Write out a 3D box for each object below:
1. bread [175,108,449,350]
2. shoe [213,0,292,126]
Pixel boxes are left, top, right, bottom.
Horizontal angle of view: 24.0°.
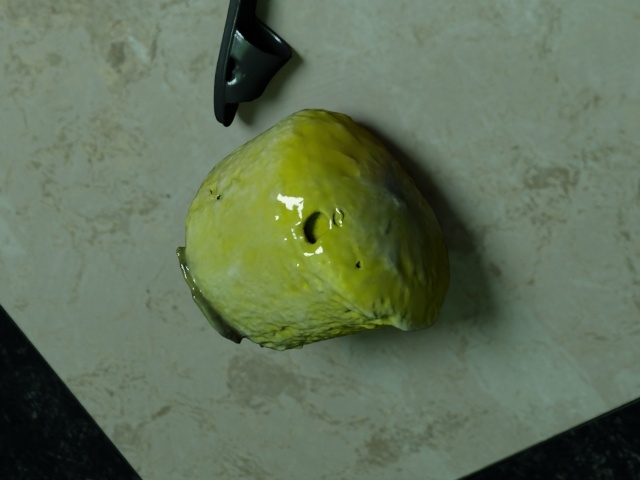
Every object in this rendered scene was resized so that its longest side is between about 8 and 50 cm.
[{"bbox_3d":[-0.001,-0.002,1.200,0.170,0.197,0.197,-25,107,32],"label":"bread"},{"bbox_3d":[-0.049,-0.160,1.206,0.053,0.062,0.159,12,115,7],"label":"shoe"}]
